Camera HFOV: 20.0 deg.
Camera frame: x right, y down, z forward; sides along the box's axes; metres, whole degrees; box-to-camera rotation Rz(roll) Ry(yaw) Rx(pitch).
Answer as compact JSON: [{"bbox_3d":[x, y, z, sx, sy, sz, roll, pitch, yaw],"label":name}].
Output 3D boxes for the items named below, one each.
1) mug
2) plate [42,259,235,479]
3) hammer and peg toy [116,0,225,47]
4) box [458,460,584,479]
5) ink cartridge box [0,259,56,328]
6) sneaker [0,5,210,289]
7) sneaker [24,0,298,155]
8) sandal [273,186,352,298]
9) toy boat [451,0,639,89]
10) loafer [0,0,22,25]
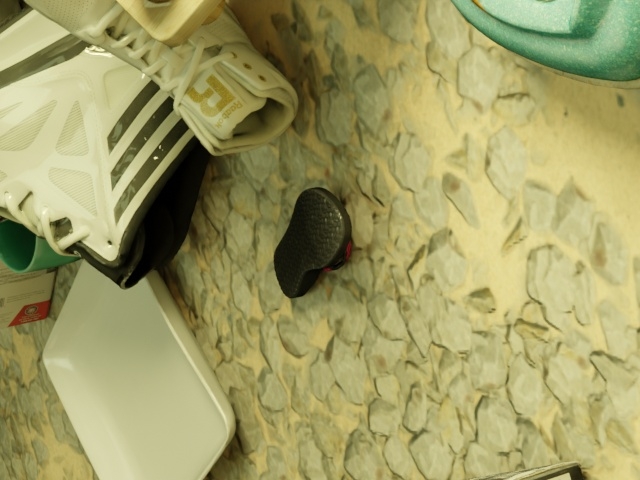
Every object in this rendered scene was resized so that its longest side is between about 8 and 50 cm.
[{"bbox_3d":[-0.284,-0.050,1.879,0.129,0.097,0.157,-37,70,55],"label":"mug"},{"bbox_3d":[-0.180,0.150,1.842,0.278,0.045,0.277,59,142,25],"label":"plate"},{"bbox_3d":[-0.066,-0.344,1.292,0.361,0.127,0.266,-47,68,10],"label":"hammer and peg toy"},{"bbox_3d":[0.142,0.335,1.401,0.242,0.076,0.307,-21,84,57],"label":"box"},{"bbox_3d":[-0.345,0.029,1.995,0.056,0.099,0.135,50,137,37],"label":"ink cartridge box"},{"bbox_3d":[-0.295,-0.039,1.708,0.447,0.169,0.257,-31,77,19],"label":"sneaker"},{"bbox_3d":[-0.120,-0.163,1.470,0.108,0.292,0.169,-47,61,14],"label":"sneaker"},{"bbox_3d":[0.000,0.000,1.540,0.179,0.040,0.067,128,128,-67],"label":"sandal"},{"bbox_3d":[0.141,-0.260,1.136,0.267,0.148,0.318,31,126,48],"label":"toy boat"},{"bbox_3d":[-0.353,-0.224,1.926,0.111,0.112,0.319,22,139,-2],"label":"loafer"}]
